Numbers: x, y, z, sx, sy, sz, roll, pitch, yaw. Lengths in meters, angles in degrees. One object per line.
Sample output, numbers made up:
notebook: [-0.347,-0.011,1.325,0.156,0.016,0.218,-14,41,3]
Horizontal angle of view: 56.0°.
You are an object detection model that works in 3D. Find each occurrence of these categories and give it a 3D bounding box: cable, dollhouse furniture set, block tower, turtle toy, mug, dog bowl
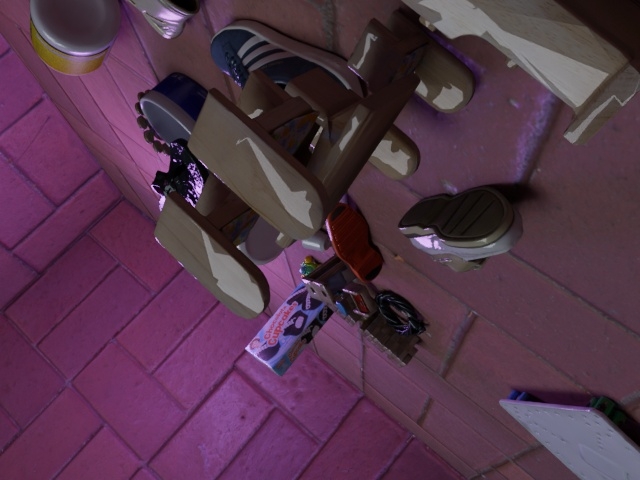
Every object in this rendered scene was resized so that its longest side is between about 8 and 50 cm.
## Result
cable: [0.204,0.202,1.642,0.150,0.047,0.184,45,164,-8]
dollhouse furniture set: [0.066,0.149,1.621,0.129,0.129,0.184,10,132,61]
dollhouse furniture set: [0.089,-0.114,0.610,0.256,0.362,0.394,42,134,7]
block tower: [0.140,0.230,1.782,0.335,0.091,0.097,41,163,7]
turtle toy: [-0.016,0.112,1.884,0.130,0.066,0.095,35,162,22]
mug: [-0.001,-0.002,1.606,0.064,0.078,0.062,19,121,34]
dog bowl: [-0.322,-0.286,1.518,0.265,0.104,0.265,39,164,13]

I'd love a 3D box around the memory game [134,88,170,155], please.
memory game: [-0.440,-0.319,1.633,0.012,0.186,0.186,-14,135,20]

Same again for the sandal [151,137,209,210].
sandal: [-0.382,-0.110,1.604,0.167,0.107,0.446,50,152,7]

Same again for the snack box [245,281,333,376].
snack box: [-0.097,0.297,2.081,0.187,0.322,0.060,20,155,51]

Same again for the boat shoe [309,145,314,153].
boat shoe: [-0.025,-0.146,1.180,0.096,0.117,0.324,37,169,8]

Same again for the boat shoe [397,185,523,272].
boat shoe: [0.232,-0.011,0.952,0.103,0.113,0.302,45,174,-14]

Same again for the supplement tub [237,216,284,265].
supplement tub: [-0.233,-0.056,1.738,0.272,0.191,0.191,26,157,43]

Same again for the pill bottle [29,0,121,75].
pill bottle: [-0.594,-0.505,1.444,0.188,0.188,0.334,48,162,-19]

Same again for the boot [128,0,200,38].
boot: [-0.317,-0.473,1.089,0.213,0.077,0.165,43,165,-22]

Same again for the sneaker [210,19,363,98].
sneaker: [-0.099,-0.259,0.998,0.350,0.148,0.131,29,159,40]

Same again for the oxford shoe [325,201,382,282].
oxford shoe: [0.056,-0.002,1.392,0.098,0.097,0.271,36,164,39]

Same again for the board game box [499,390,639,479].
board game box: [0.640,0.481,1.338,0.390,0.050,0.390,43,163,-1]
